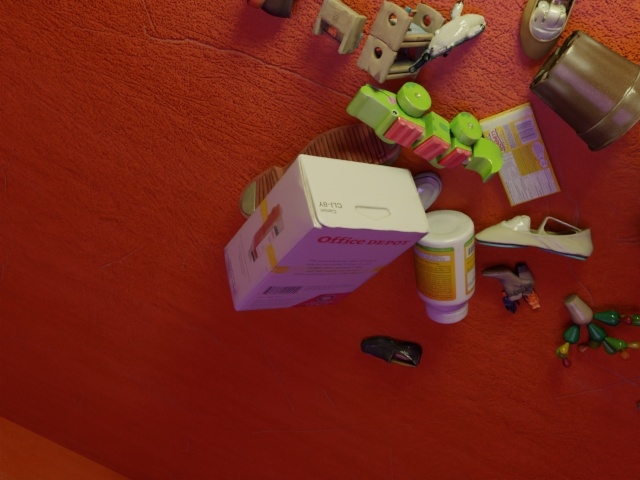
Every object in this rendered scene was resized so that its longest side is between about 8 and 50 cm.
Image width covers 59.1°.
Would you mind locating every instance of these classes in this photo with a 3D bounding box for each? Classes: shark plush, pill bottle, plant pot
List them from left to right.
[{"bbox_3d":[0.285,0.066,1.300,0.136,0.136,0.246,-1,123,16],"label":"pill bottle"},{"bbox_3d":[0.237,-0.355,1.034,0.073,0.067,0.161,44,94,17],"label":"shark plush"},{"bbox_3d":[0.479,-0.275,1.008,0.165,0.167,0.167,37,126,-1],"label":"plant pot"}]

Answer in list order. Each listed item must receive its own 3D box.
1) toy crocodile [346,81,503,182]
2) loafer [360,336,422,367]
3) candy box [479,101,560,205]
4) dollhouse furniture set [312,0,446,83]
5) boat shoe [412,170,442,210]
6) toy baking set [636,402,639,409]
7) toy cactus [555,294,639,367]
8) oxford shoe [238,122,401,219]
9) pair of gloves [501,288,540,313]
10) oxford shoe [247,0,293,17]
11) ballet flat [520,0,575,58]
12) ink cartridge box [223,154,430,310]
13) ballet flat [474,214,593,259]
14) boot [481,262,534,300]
[{"bbox_3d":[0.209,-0.209,1.109,0.340,0.105,0.115,20,144,-24],"label":"toy crocodile"},{"bbox_3d":[0.190,0.305,1.539,0.169,0.061,0.062,4,126,14],"label":"loafer"},{"bbox_3d":[0.413,-0.173,1.168,0.105,0.027,0.206,-16,118,28],"label":"candy box"},{"bbox_3d":[0.108,-0.404,1.057,0.183,0.129,0.129,43,129,21],"label":"dollhouse furniture set"},{"bbox_3d":[0.183,-0.063,1.277,0.083,0.076,0.226,39,125,-13],"label":"boat shoe"},{"bbox_3d":[0.948,0.420,1.428,0.256,0.030,0.197,31,126,-7],"label":"toy baking set"},{"bbox_3d":[0.638,0.213,1.338,0.180,0.112,0.219,49,131,-8],"label":"toy cactus"},{"bbox_3d":[0.013,-0.136,1.268,0.396,0.141,0.146,-22,148,21],"label":"oxford shoe"},{"bbox_3d":[0.489,0.145,1.378,0.083,0.010,0.074,-16,118,26],"label":"pair of gloves"},{"bbox_3d":[-0.038,-0.533,1.019,0.098,0.097,0.271,18,134,-22],"label":"oxford shoe"},{"bbox_3d":[0.403,-0.421,0.971,0.080,0.073,0.232,14,127,7],"label":"ballet flat"},{"bbox_3d":[0.000,0.000,1.196,0.279,0.161,0.384,2,152,-33],"label":"ink cartridge box"},{"bbox_3d":[0.469,-0.017,1.239,0.248,0.086,0.086,9,126,7],"label":"ballet flat"},{"bbox_3d":[0.445,0.101,1.335,0.118,0.042,0.087,-9,112,12],"label":"boot"}]
